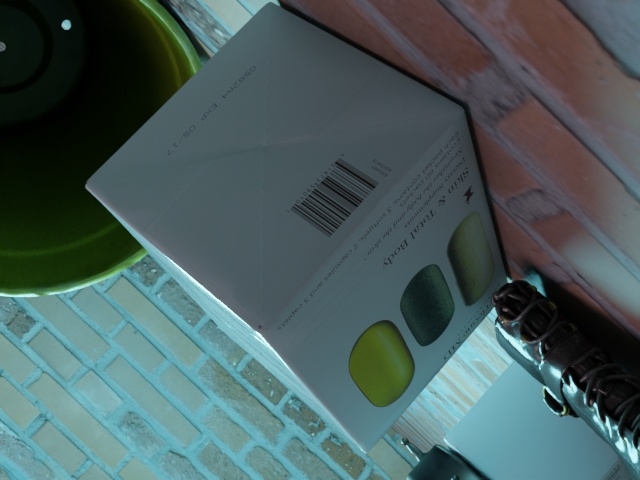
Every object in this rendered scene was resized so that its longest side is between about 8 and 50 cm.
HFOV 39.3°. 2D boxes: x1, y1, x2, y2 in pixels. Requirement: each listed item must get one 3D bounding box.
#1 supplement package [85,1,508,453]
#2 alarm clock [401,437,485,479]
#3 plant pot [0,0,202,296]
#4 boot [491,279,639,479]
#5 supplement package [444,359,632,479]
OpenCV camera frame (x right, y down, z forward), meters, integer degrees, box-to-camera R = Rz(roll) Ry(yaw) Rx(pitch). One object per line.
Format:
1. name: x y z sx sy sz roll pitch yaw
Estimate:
1. supplement package: 0.000 0.000 0.708 0.198 0.199 0.262 36 167 32
2. alarm clock: 0.154 0.275 0.872 0.192 0.064 0.129 45 171 -20
3. plant pot: -0.352 -0.182 1.038 0.366 0.366 0.353 51 179 -38
4. boot: 0.209 0.113 0.662 0.229 0.091 0.263 47 173 29
5. supplement package: 0.235 0.230 0.924 0.139 0.134 0.244 39 169 29
